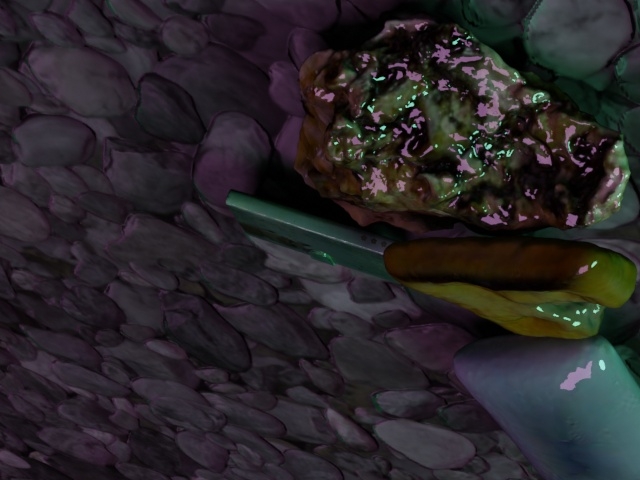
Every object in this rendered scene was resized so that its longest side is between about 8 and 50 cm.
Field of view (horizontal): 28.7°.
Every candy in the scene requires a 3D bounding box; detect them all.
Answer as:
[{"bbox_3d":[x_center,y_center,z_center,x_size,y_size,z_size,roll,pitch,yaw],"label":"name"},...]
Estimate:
[{"bbox_3d":[0.201,0.136,1.001,0.138,0.071,0.174,-10,132,39],"label":"candy"}]

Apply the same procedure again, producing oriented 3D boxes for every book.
[{"bbox_3d":[0.000,0.000,0.951,0.135,0.017,0.103,18,169,10],"label":"book"}]

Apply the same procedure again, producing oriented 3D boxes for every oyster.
[{"bbox_3d":[0.076,-0.050,0.828,0.214,0.083,0.223,26,151,1],"label":"oyster"}]

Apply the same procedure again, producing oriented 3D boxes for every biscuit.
[{"bbox_3d":[0.155,0.034,0.860,0.174,0.039,0.183,-1,163,41],"label":"biscuit"}]
